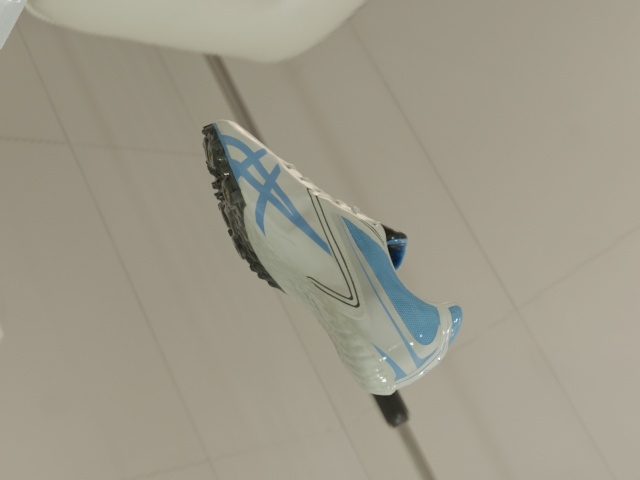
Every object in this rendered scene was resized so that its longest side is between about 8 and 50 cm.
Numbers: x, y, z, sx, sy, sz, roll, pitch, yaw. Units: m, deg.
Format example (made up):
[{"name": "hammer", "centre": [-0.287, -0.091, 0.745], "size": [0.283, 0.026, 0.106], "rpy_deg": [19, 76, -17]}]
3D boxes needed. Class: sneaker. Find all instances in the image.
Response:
[{"name": "sneaker", "centre": [0.000, 0.000, 0.696], "size": [0.086, 0.237, 0.085], "rpy_deg": [-31, 152, -20]}]

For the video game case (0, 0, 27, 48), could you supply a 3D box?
[{"name": "video game case", "centre": [-0.193, -0.283, 0.759], "size": [0.026, 0.227, 0.206], "rpy_deg": [20, 137, -28]}]
